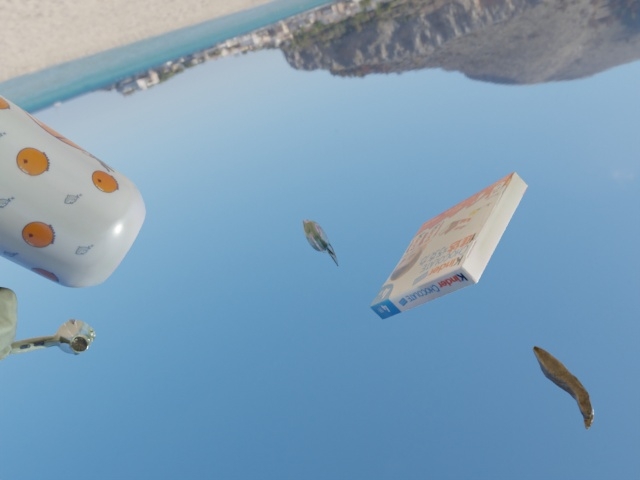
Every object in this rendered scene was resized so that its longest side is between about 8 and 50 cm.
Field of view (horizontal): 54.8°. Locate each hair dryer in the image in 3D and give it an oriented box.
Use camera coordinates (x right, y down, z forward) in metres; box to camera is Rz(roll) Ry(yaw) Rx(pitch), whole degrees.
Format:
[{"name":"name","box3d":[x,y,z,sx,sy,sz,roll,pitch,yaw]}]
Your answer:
[{"name":"hair dryer","box3d":[-0.485,0.180,1.071,0.199,0.067,0.167,-7,179,-40]}]

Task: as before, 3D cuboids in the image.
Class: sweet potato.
[{"name":"sweet potato","box3d":[0.408,0.237,1.027,0.041,0.038,0.153,-33,-118,1]}]

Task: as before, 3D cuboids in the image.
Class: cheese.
[{"name":"cheese","box3d":[0.000,0.000,1.113,0.026,0.120,0.067,-29,-127,14]}]

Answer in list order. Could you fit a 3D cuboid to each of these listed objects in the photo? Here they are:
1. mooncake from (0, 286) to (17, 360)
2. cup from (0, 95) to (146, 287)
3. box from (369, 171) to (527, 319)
[{"name":"mooncake","box3d":[-0.503,0.092,0.674,0.254,0.136,0.250,11,-168,7]},{"name":"cup","box3d":[-0.447,-0.069,0.952,0.212,0.317,0.212,-41,-152,28]},{"name":"box","box3d":[0.238,0.015,1.166,0.273,0.048,0.265,-33,-164,53]}]
